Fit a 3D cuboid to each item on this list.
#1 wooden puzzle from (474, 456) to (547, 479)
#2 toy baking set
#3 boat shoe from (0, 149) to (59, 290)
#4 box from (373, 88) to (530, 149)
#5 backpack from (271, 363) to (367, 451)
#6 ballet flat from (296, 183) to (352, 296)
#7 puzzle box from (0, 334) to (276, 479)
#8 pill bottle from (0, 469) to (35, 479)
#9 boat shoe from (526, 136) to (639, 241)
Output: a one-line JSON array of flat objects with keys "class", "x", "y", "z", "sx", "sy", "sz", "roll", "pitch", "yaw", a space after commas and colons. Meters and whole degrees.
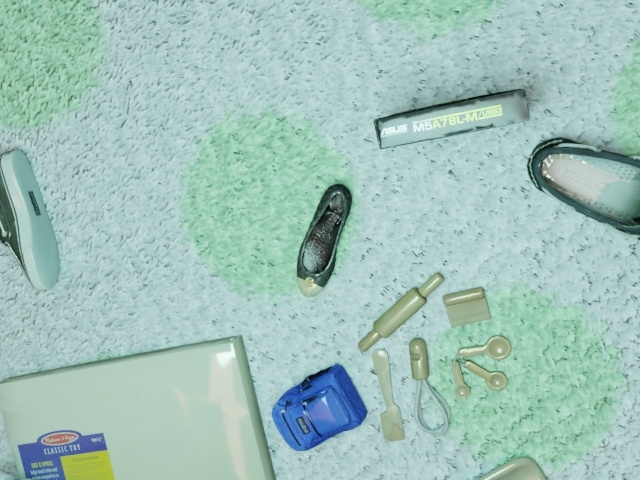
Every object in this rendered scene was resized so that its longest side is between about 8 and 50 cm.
[{"class": "wooden puzzle", "x": 0.241, "y": 0.524, "z": 1.200, "sx": 0.322, "sy": 0.080, "sz": 0.348, "roll": -30, "pitch": 74, "yaw": 4}, {"class": "toy baking set", "x": 0.155, "y": 0.175, "z": 1.257, "sx": 0.256, "sy": 0.030, "sz": 0.197, "roll": -39, "pitch": 90, "yaw": 14}, {"class": "boat shoe", "x": -0.459, "y": -0.025, "z": 1.331, "sx": 0.070, "sy": 0.078, "sz": 0.219, "roll": -16, "pitch": 87, "yaw": 13}, {"class": "box", "x": 0.172, "y": -0.158, "z": 1.119, "sx": 0.184, "sy": 0.191, "sz": 0.045, "roll": -12, "pitch": 97, "yaw": 14}, {"class": "backpack", "x": -0.011, "y": 0.247, "z": 1.268, "sx": 0.120, "sy": 0.101, "sz": 0.098, "roll": -28, "pitch": 86, "yaw": 18}, {"class": "ballet flat", "x": 0.000, "y": 0.000, "z": 1.251, "sx": 0.057, "sy": 0.049, "sz": 0.173, "roll": 18, "pitch": 102, "yaw": 9}, {"class": "puzzle box", "x": -0.287, "y": 0.312, "z": 1.357, "sx": 0.409, "sy": 0.052, "sz": 0.272, "roll": -11, "pitch": 97, "yaw": 13}, {"class": "pill bottle", "x": -0.427, "y": 0.436, "z": 1.317, "sx": 0.221, "sy": 0.121, "sz": 0.121, "roll": 26, "pitch": 103, "yaw": 7}, {"class": "boat shoe", "x": 0.415, "y": -0.051, "z": 1.137, "sx": 0.302, "sy": 0.091, "sz": 0.114, "roll": 16, "pitch": 102, "yaw": 9}]
